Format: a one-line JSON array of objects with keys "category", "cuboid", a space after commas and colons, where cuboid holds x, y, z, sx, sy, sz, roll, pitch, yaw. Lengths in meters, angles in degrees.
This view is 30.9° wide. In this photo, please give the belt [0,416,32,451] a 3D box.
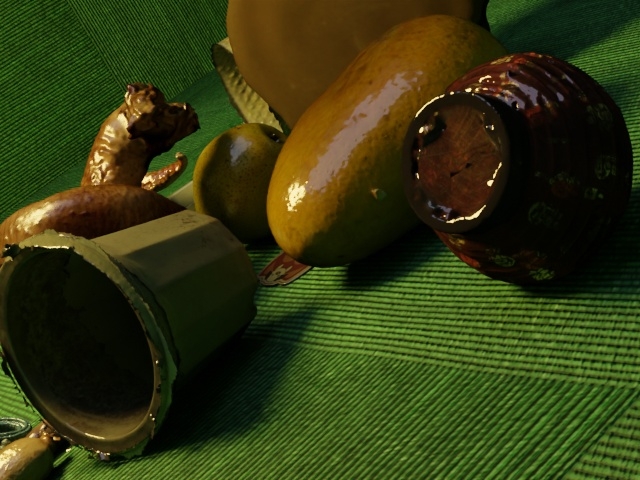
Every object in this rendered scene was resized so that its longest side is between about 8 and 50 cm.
[{"category": "belt", "cuboid": [-0.473, 0.274, 1.529, 0.179, 0.065, 0.100, -3, 19, 7]}]

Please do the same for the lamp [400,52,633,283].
[{"category": "lamp", "cuboid": [0.207, -0.072, 1.178, 0.247, 0.247, 0.247, -28, 17, 9]}]

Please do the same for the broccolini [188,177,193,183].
[{"category": "broccolini", "cuboid": [-0.226, -0.159, 2.433, 0.202, 0.068, 0.091, -37, 37, -16]}]

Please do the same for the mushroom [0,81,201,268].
[{"category": "mushroom", "cuboid": [-0.329, -0.022, 1.679, 0.334, 0.356, 0.331, -18, 4, 16]}]

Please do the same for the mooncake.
[{"category": "mooncake", "cuboid": [0.077, -0.393, 1.940, 0.467, 0.467, 0.262, -22, 12, 29]}]

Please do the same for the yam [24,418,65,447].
[{"category": "yam", "cuboid": [-0.302, 0.200, 1.567, 0.046, 0.046, 0.264, -13, 25, 46]}]

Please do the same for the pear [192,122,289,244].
[{"category": "pear", "cuboid": [-0.110, -0.087, 1.833, 0.198, 0.198, 0.198, -28, 17, 9]}]

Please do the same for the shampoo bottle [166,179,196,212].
[{"category": "shampoo bottle", "cuboid": [-0.233, -0.060, 2.120, 0.234, 0.087, 0.118, -35, 10, -12]}]

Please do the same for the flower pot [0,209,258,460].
[{"category": "flower pot", "cuboid": [-0.218, 0.092, 1.418, 0.290, 0.290, 0.259, -18, 6, 38]}]

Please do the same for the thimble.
[{"category": "thimble", "cuboid": [-0.084, -0.306, 2.269, 0.150, 0.271, 0.271, -34, 17, -12]}]

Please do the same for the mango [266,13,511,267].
[{"category": "mango", "cuboid": [0.094, -0.124, 1.542, 0.301, 0.220, 0.445, -4, 40, 45]}]

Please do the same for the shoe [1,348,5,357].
[{"category": "shoe", "cuboid": [-0.444, 0.059, 1.892, 0.336, 0.171, 0.132, -46, 29, 12]}]

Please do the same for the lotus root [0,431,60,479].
[{"category": "lotus root", "cuboid": [-0.376, 0.284, 1.423, 0.150, 0.062, 0.073, -44, 21, -32]}]

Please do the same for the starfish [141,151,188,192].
[{"category": "starfish", "cuboid": [-0.364, -0.023, 2.062, 0.327, 0.094, 0.375, -34, 43, 39]}]

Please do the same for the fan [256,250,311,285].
[{"category": "fan", "cuboid": [0.000, 0.000, 1.680, 0.220, 0.009, 0.132, -39, 21, -22]}]
